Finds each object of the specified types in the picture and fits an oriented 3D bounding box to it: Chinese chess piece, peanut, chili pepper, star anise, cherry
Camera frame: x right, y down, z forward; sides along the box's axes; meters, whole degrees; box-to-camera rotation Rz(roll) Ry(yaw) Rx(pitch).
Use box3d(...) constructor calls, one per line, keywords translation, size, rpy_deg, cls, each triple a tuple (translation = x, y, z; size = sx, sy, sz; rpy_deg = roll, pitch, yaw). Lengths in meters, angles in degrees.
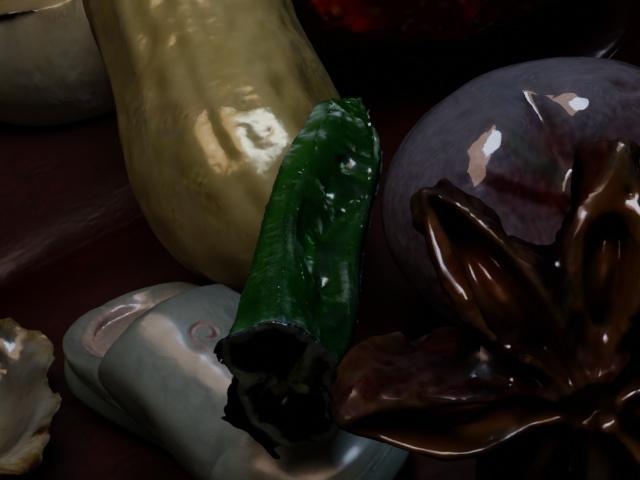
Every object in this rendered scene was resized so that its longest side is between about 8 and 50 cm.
box3d(translation=(-0.170, -0.193, 1.378), size=(0.257, 0.104, 0.257), rpy_deg=(-15, 38, 12), cls="Chinese chess piece")
box3d(translation=(-0.065, -0.091, 1.146), size=(0.148, 0.147, 0.319), rpy_deg=(-24, 53, -1), cls="peanut")
box3d(translation=(0.000, 0.000, 0.971), size=(0.059, 0.088, 0.227), rpy_deg=(4, 41, 10), cls="chili pepper")
box3d(translation=(0.121, 0.054, 0.870), size=(0.190, 0.220, 0.126), rpy_deg=(-59, 7, 7), cls="star anise")
box3d(translation=(0.110, -0.022, 0.996), size=(0.176, 0.140, 0.176), rpy_deg=(-24, 10, 4), cls="cherry")

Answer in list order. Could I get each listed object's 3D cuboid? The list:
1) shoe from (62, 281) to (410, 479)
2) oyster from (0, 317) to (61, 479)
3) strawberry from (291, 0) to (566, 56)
box3d(translation=(-0.058, 0.067, 1.007), size=(0.103, 0.100, 0.251), rpy_deg=(-42, 38, -24), cls="shoe")
box3d(translation=(-0.306, 0.098, 1.119), size=(0.396, 0.111, 0.204), rpy_deg=(-2, 25, 27), cls="oyster")
box3d(translation=(0.054, -0.237, 1.213), size=(0.258, 0.261, 0.261), rpy_deg=(-15, 37, 0), cls="strawberry")
